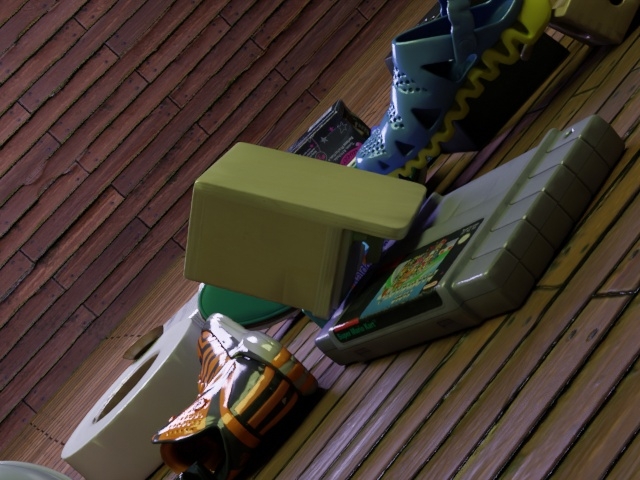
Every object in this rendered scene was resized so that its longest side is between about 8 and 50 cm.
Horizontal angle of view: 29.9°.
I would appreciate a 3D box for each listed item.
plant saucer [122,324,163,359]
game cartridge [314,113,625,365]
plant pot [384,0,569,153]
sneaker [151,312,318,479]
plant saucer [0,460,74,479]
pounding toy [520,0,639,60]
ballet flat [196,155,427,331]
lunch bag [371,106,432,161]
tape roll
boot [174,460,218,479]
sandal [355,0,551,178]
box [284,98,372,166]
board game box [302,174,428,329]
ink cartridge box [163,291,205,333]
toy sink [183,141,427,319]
[{"bbox_3d":[-0.284,0.169,1.947,0.083,0.015,0.083,-39,-10,-8],"label":"plant saucer"},{"bbox_3d":[0.136,0.011,1.229,0.230,0.068,0.355,-47,8,-29],"label":"game cartridge"},{"bbox_3d":[0.201,-0.247,1.685,0.187,0.167,0.188,-48,11,-5],"label":"plant pot"},{"bbox_3d":[-0.130,0.191,1.427,0.180,0.124,0.321,-47,9,-12],"label":"sneaker"},{"bbox_3d":[-0.425,0.376,1.313,0.401,0.100,0.400,-8,38,6],"label":"plant saucer"},{"bbox_3d":[0.335,-0.296,1.533,0.206,0.094,0.181,-124,59,-81],"label":"pounding toy"},{"bbox_3d":[0.000,0.000,1.729,0.400,0.139,0.139,-40,11,12],"label":"ballet flat"},{"bbox_3d":[0.133,-0.154,1.843,0.151,0.096,0.129,-61,12,0],"label":"lunch bag"},{"bbox_3d":[-0.259,0.252,1.811,0.286,0.100,0.286,-45,10,10],"label":"tape roll"},{"bbox_3d":[-0.173,0.319,1.158,0.207,0.094,0.246,-44,2,-6],"label":"boot"},{"bbox_3d":[0.140,-0.216,1.518,0.317,0.138,0.126,-52,22,14],"label":"sandal"},{"bbox_3d":[-0.006,-0.100,2.056,0.247,0.142,0.163,-43,9,12],"label":"box"},{"bbox_3d":[0.050,0.002,1.558,0.210,0.047,0.160,-45,23,6],"label":"board game box"},{"bbox_3d":[-0.202,0.151,2.023,0.203,0.086,0.148,-43,11,16],"label":"ink cartridge box"},{"bbox_3d":[-0.015,-0.006,1.346,0.153,0.234,0.131,-56,-22,-64],"label":"toy sink"}]
